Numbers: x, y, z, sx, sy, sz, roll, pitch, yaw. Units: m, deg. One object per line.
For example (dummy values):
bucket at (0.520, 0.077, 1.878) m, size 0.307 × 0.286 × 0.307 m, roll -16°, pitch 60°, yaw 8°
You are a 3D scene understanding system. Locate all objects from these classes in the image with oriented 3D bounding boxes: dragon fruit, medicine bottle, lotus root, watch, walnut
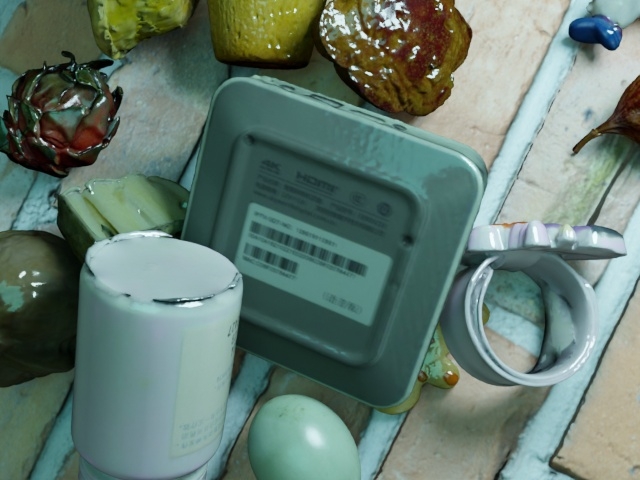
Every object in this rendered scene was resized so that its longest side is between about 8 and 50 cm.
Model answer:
dragon fruit at (-0.407, -0.192, 1.268) m, size 0.188 × 0.182 × 0.182 m, roll -33°, pitch 79°, yaw 43°
medicine bottle at (-0.231, 0.199, 1.121) m, size 0.213 × 0.213 × 0.379 m, roll 13°, pitch 111°, yaw 7°
lotus root at (-0.286, -0.015, 1.218) m, size 0.119 × 0.235 × 0.138 m, roll 38°, pitch 117°, yaw 24°
watch at (0.306, 0.090, 1.148) m, size 0.244 × 0.196 × 0.231 m, roll 2°, pitch 77°, yaw -13°
walnut at (-0.455, 0.100, 1.206) m, size 0.248 × 0.248 × 0.248 m, roll -1°, pitch 84°, yaw 6°

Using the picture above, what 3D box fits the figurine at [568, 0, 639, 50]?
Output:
figurine at (0.527, -0.375, 1.180) m, size 0.338 × 0.204 × 0.284 m, roll -17°, pitch 108°, yaw 16°

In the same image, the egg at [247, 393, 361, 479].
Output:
egg at (-0.023, 0.314, 1.178) m, size 0.149 × 0.149 × 0.192 m, roll -35°, pitch 80°, yaw 1°

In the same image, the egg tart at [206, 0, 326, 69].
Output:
egg tart at (-0.080, -0.341, 1.245) m, size 0.202 × 0.202 × 0.147 m, roll 3°, pitch 97°, yaw 7°

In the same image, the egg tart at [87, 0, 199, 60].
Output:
egg tart at (-0.240, -0.425, 1.210) m, size 0.132 × 0.341 × 0.341 m, roll 18°, pitch 86°, yaw -2°

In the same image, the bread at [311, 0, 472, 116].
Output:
bread at (0.114, -0.307, 1.203) m, size 0.246 × 0.135 × 0.232 m, roll 38°, pitch 87°, yaw -26°

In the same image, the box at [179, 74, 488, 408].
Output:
box at (-0.001, 0.000, 1.149) m, size 0.395 × 0.111 × 0.397 m, roll 20°, pitch 112°, yaw 13°

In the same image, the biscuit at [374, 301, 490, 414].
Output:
biscuit at (0.152, 0.162, 1.238) m, size 0.153 × 0.030 × 0.234 m, roll 36°, pitch 88°, yaw 10°

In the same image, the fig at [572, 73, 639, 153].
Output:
fig at (0.471, -0.188, 1.197) m, size 0.201 × 0.134 × 0.146 m, roll -8°, pitch 74°, yaw 14°
